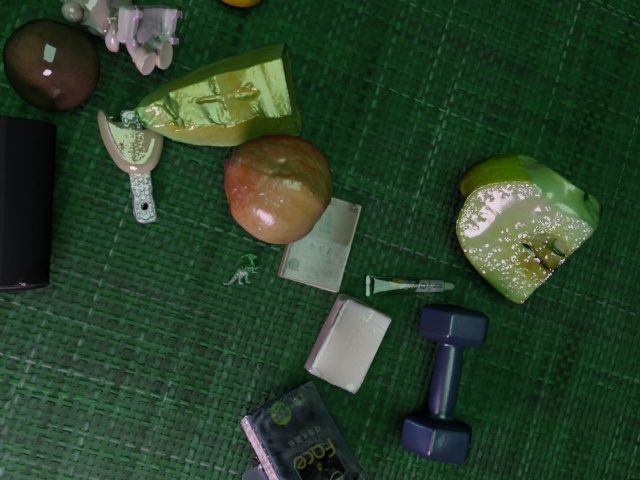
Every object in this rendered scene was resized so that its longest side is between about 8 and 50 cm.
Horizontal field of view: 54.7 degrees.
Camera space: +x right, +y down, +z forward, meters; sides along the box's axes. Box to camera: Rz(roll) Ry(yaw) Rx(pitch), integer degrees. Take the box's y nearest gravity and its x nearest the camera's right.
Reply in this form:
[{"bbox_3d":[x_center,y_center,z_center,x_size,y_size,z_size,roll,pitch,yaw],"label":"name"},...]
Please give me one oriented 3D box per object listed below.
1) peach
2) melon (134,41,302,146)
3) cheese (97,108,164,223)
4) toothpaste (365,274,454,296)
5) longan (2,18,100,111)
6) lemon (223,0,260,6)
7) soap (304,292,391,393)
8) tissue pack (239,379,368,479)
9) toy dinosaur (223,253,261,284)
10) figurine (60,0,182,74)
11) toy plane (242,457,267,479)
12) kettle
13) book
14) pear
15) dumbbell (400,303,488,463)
[{"bbox_3d":[-0.092,-0.110,1.219,0.232,0.232,0.232,0,89,-12],"label":"peach"},{"bbox_3d":[-0.204,-0.282,1.245,0.323,0.124,0.196,-12,90,-6],"label":"melon"},{"bbox_3d":[-0.369,-0.151,1.242,0.127,0.050,0.235,-7,89,-13],"label":"cheese"},{"bbox_3d":[0.198,0.100,1.367,0.204,0.031,0.049,1,87,-10],"label":"toothpaste"},{"bbox_3d":[-0.497,-0.328,1.151,0.167,0.187,0.167,2,86,-27],"label":"longan"},{"bbox_3d":[-0.166,-0.534,1.263,0.133,0.109,0.109,16,86,-5],"label":"lemon"},{"bbox_3d":[0.059,0.217,1.319,0.121,0.064,0.183,28,84,-11],"label":"soap"},{"bbox_3d":[-0.035,0.421,1.232,0.173,0.073,0.235,-18,68,-33],"label":"tissue pack"},{"bbox_3d":[-0.164,0.060,1.297,0.083,0.021,0.062,-4,83,-16],"label":"toy dinosaur"},{"bbox_3d":[-0.398,-0.433,1.172,0.257,0.144,0.182,30,49,17],"label":"figurine"},{"bbox_3d":[-0.045,0.540,1.277,0.212,0.088,0.267,-37,99,-34],"label":"toy plane"},{"bbox_3d":[-0.619,-0.065,1.117,0.262,0.203,0.308,1,92,-14],"label":"kettle"},{"bbox_3d":[0.000,0.000,1.334,0.138,0.016,0.198,17,85,-11],"label":"book"},{"bbox_3d":[0.419,-0.055,1.333,0.282,0.286,0.176,35,38,4],"label":"pear"},{"bbox_3d":[0.267,0.298,1.321,0.160,0.144,0.324,11,86,-13],"label":"dumbbell"}]
